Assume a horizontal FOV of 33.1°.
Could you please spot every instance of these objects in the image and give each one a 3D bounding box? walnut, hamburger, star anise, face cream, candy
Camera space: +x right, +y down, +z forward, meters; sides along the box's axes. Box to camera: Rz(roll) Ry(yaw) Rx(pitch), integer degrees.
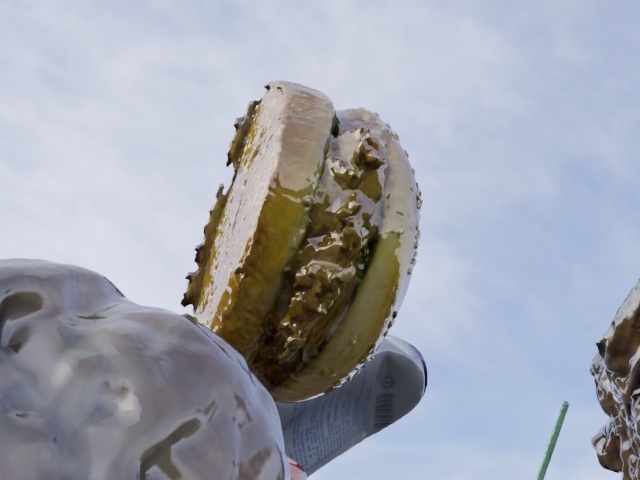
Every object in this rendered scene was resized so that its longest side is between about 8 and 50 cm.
[{"bbox_3d":[-0.146,0.124,0.466,0.273,0.273,0.227,-14,-77,27],"label":"walnut"},{"bbox_3d":[0.000,0.000,1.408,0.268,0.445,0.287,22,-14,-18],"label":"hamburger"},{"bbox_3d":[0.310,0.167,0.972,0.108,0.315,0.315,-16,-34,2],"label":"star anise"},{"bbox_3d":[0.037,0.294,1.872,0.137,0.420,0.234,26,-53,34],"label":"face cream"},{"bbox_3d":[0.286,0.381,1.497,0.093,0.335,0.092,28,-9,-37],"label":"candy"}]

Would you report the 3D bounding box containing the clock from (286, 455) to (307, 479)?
[{"bbox_3d":[-0.112,0.262,1.331,0.205,0.051,0.205,27,-7,4],"label":"clock"}]
